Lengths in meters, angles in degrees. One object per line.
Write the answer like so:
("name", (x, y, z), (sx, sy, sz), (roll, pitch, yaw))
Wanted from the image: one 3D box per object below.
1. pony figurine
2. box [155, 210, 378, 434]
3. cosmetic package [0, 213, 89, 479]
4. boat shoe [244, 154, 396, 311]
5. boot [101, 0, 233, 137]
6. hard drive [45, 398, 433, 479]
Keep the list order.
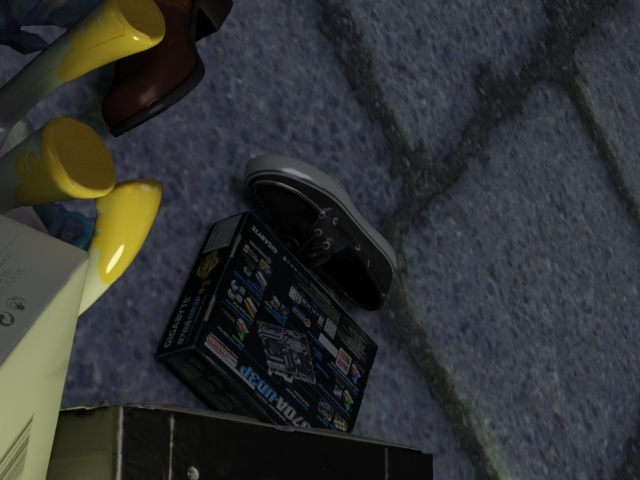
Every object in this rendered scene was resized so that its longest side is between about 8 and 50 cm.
("pony figurine", (-0.256, -0.058, 0.889), (0.303, 0.363, 0.351), (4, 55, -44))
("box", (-0.043, 0.106, 1.276), (0.220, 0.051, 0.175), (47, 42, -29))
("cosmetic package", (-0.269, 0.079, 0.734), (0.225, 0.224, 0.138), (23, 38, 4))
("boat shoe", (0.000, 0.000, 1.366), (0.228, 0.080, 0.076), (45, 41, -41))
("boot", (-0.208, -0.257, 1.195), (0.280, 0.096, 0.264), (49, 42, -25))
("hard drive", (-0.104, 0.177, 1.008), (0.339, 0.237, 0.064), (16, 68, -47))
